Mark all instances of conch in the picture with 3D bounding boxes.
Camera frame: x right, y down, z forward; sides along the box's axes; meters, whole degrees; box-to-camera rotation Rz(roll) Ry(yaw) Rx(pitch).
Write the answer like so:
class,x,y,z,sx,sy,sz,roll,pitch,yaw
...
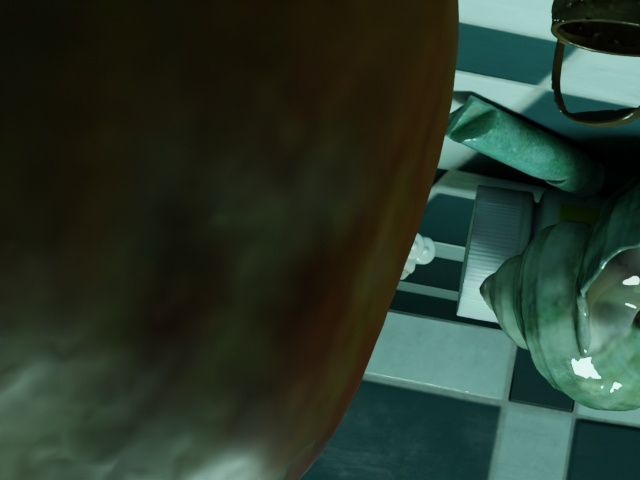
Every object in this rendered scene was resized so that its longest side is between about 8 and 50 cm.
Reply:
class,x,y,z,sx,sy,sz,roll,pitch,yaw
conch,0.247,0.039,1.322,0.277,0.195,0.220,-2,173,43

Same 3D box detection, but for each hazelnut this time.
class,x,y,z,sx,sy,sz,roll,pitch,yaw
hazelnut,-0.114,-0.063,0.502,0.366,0.366,0.366,10,173,1

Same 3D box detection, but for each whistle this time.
class,x,y,z,sx,sy,sz,roll,pitch,yaw
whistle,0.157,-0.069,1.255,0.039,0.039,0.186,4,171,39

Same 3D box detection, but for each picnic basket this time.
class,x,y,z,sx,sy,sz,roll,pitch,yaw
picnic basket,0.149,-0.099,0.845,0.072,0.083,0.072,10,174,1

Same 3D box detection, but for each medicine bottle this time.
class,x,y,z,sx,sy,sz,roll,pitch,yaw
medicine bottle,0.242,0.027,1.486,0.225,0.139,0.139,10,173,3

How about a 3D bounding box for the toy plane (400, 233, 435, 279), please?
class,x,y,z,sx,sy,sz,roll,pitch,yaw
toy plane,0.000,0.000,1.718,0.245,0.117,0.244,12,173,2
